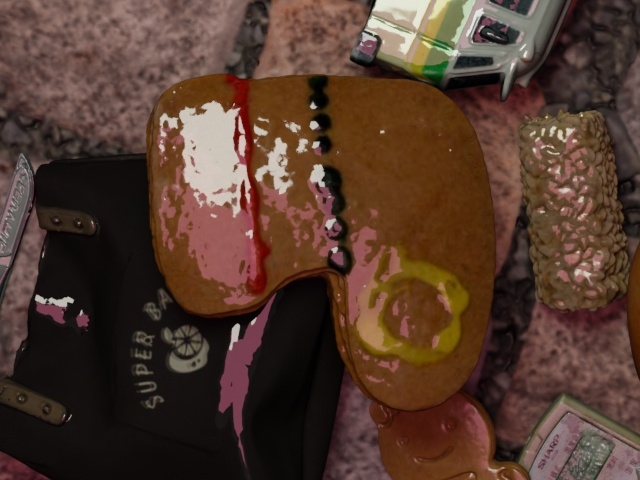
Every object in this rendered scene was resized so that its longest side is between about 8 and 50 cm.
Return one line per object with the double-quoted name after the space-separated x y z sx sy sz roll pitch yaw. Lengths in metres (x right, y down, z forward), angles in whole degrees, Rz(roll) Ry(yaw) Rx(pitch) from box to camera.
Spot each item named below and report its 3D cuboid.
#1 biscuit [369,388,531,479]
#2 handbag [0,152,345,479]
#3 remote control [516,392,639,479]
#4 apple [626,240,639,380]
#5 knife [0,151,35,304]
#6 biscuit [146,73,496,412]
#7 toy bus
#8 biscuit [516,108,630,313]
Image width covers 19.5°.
0.113 0.204 1.575 0.133 0.027 0.184 -7 95 27 "biscuit"
-0.126 0.077 1.555 0.288 0.152 0.342 10 87 14 "handbag"
0.278 0.223 1.569 0.234 0.038 0.098 29 97 5 "remote control"
0.346 0.064 1.484 0.210 0.173 0.234 4 104 2 "apple"
-0.283 0.026 1.632 0.028 0.015 0.210 20 97 11 "knife"
0.000 0.000 1.449 0.277 0.052 0.262 3 86 -8 "biscuit"
0.137 -0.247 1.497 0.165 0.133 0.276 22 96 3 "toy bus"
0.210 -0.025 1.542 0.082 0.070 0.168 -5 96 16 "biscuit"
